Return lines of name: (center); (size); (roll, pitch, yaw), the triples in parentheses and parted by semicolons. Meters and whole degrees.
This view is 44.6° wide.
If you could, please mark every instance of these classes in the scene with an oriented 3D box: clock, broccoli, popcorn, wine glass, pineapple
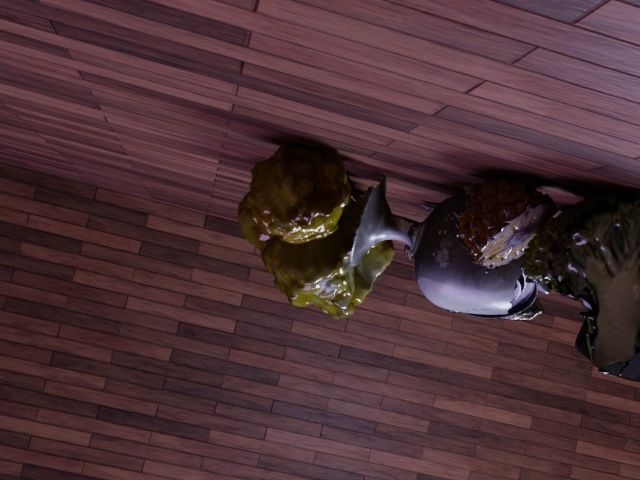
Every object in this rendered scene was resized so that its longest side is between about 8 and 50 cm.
clock: (0.350, 0.084, 1.648); (0.215, 0.042, 0.215); (10, 139, 9)
broccoli: (0.439, 0.046, 1.231); (0.242, 0.273, 0.180); (-3, -164, -4)
popcorn: (-0.040, -0.087, 1.400); (0.198, 0.197, 0.155); (13, 160, 7)
wine glass: (0.232, 0.009, 1.476); (0.323, 0.238, 0.238); (22, 178, 13)
pineapple: (0.285, -0.051, 1.284); (0.176, 0.161, 0.137); (14, -146, -55)
popcorn: (-0.003, 0.013, 1.739); (0.292, 0.293, 0.334); (12, 175, 34)

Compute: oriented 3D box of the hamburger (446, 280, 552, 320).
hamburger: (0.378, 0.059, 1.783); (0.288, 0.192, 0.167); (7, 140, 1)

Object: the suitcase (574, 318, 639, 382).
suitcase: (0.860, 0.222, 1.921); (0.434, 0.283, 0.194); (14, -166, -15)

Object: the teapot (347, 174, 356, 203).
teapot: (0.013, -0.105, 1.594); (0.129, 0.078, 0.098); (15, 176, -17)

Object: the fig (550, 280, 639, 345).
fig: (0.502, 0.073, 1.368); (0.259, 0.151, 0.151); (53, -171, 18)

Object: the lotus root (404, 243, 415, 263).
lotus root: (0.343, 0.041, 2.402); (0.192, 0.088, 0.113); (17, 168, -42)

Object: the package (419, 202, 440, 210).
package: (0.268, -0.069, 1.684); (0.110, 0.015, 0.037); (12, 176, 41)

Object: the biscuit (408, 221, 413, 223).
biscuit: (0.155, -0.047, 2.141); (0.289, 0.044, 0.202); (14, 175, 16)
